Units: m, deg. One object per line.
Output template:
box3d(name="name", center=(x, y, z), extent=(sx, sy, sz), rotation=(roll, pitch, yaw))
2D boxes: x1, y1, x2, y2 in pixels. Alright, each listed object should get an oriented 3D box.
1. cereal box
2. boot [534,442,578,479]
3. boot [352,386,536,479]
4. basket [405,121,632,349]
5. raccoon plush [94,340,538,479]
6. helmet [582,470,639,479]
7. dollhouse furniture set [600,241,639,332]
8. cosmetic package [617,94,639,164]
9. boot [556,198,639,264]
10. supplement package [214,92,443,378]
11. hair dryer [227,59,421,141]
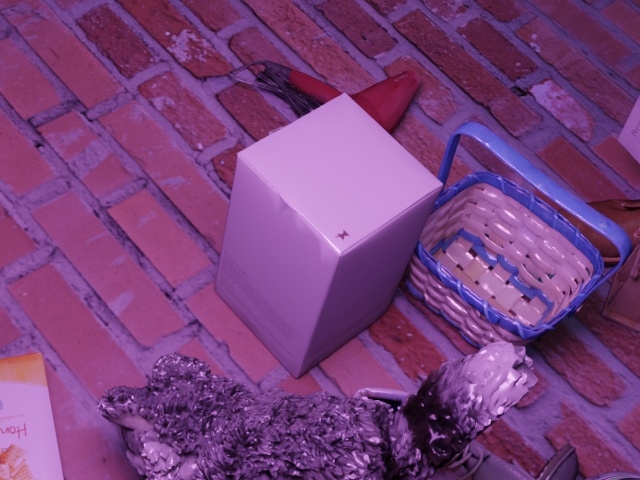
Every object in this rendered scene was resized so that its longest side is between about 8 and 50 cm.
box3d(name="cereal box", center=(-0.383, 0.253, 1.179), extent=(0.173, 0.047, 0.240), rotation=(-9, 58, -18))
box3d(name="boot", center=(0.328, 0.369, 1.238), extent=(0.209, 0.076, 0.189), rotation=(31, 69, 18))
box3d(name="boot", center=(0.146, 0.256, 1.210), extent=(0.258, 0.123, 0.095), rotation=(19, 61, 20))
box3d(name="basket", center=(0.238, 0.005, 1.341), extent=(0.255, 0.289, 0.201), rotation=(41, 62, 13))
box3d(name="raccoon plush", center=(-0.022, 0.170, 1.138), extent=(0.446, 0.216, 0.299), rotation=(-42, 80, 8))
box3d(name="helmet", center=(0.323, 0.333, 1.132), extent=(0.161, 0.169, 0.169), rotation=(41, 56, 5))
box3d(name="dollhouse furniture set", center=(0.505, 0.055, 1.431), extent=(0.161, 0.182, 0.101), rotation=(25, 54, 6))
box3d(name="cosmetic package", center=(0.567, -0.181, 1.351), extent=(0.097, 0.377, 0.284), rotation=(-18, 55, -25))
box3d(name="boot", center=(0.475, -0.037, 1.534), extent=(0.305, 0.115, 0.112), rotation=(-3, 58, -13))
box3d(name="supplement package", center=(0.000, 0.000, 1.291), extent=(0.175, 0.293, 0.177), rotation=(-33, 68, -29))
box3d(name="hair dryer", center=(0.021, -0.221, 1.585), extent=(0.294, 0.080, 0.223), rotation=(-6, 56, -17))
